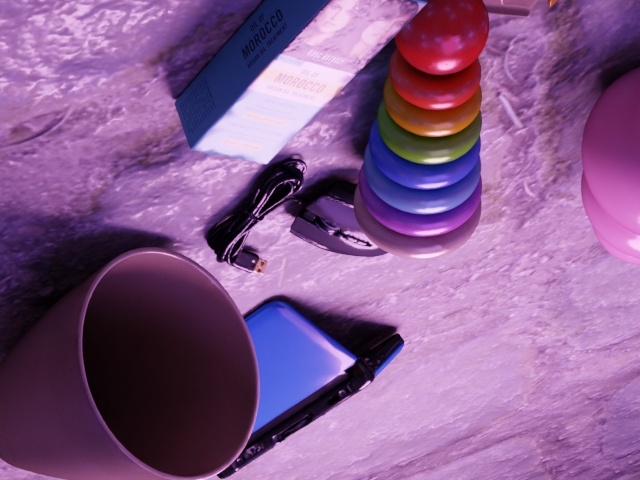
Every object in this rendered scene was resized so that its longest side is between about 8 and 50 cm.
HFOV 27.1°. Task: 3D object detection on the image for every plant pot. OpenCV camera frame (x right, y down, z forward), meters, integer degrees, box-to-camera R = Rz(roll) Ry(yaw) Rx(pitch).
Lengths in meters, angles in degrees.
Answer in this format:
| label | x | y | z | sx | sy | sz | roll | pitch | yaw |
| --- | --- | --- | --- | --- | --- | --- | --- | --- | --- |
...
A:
| label | x | y | z | sx | sy | sz | roll | pitch | yaw |
| --- | --- | --- | --- | --- | --- | --- | --- | --- | --- |
| plant pot | -0.256 | 0.169 | 1.495 | 0.274 | 0.256 | 0.256 | -22 | 157 | 37 |

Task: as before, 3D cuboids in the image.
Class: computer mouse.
| label | x | y | z | sx | sy | sz | roll | pitch | yaw |
| --- | --- | --- | --- | --- | --- | --- | --- | --- | --- |
| computer mouse | 0.000 | 0.000 | 1.529 | 0.262 | 0.060 | 0.184 | 12 | 137 | -45 |

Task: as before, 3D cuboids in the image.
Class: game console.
| label | x | y | z | sx | sy | sz | roll | pitch | yaw |
| --- | --- | --- | --- | --- | --- | --- | --- | --- | --- |
| game console | -0.068 | 0.183 | 1.839 | 0.293 | 0.173 | 0.250 | -35 | 180 | 25 |

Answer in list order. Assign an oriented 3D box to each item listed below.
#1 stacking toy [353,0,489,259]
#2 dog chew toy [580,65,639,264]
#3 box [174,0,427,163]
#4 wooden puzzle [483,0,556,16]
| label | x | y | z | sx | sy | sz | roll | pitch | yaw |
| --- | --- | --- | --- | --- | --- | --- | --- | --- | --- |
| stacking toy | 0.106 | -0.129 | 1.327 | 0.141 | 0.141 | 0.330 | -15 | 144 | -11 |
| dog chew toy | 0.396 | -0.071 | 1.547 | 0.206 | 0.206 | 0.332 | -19 | 160 | -5 |
| box | -0.022 | -0.170 | 1.217 | 0.100 | 0.060 | 0.244 | 8 | 140 | -43 |
| wooden puzzle | 0.194 | -0.248 | 1.281 | 0.116 | 0.014 | 0.078 | 4 | 139 | -39 |
